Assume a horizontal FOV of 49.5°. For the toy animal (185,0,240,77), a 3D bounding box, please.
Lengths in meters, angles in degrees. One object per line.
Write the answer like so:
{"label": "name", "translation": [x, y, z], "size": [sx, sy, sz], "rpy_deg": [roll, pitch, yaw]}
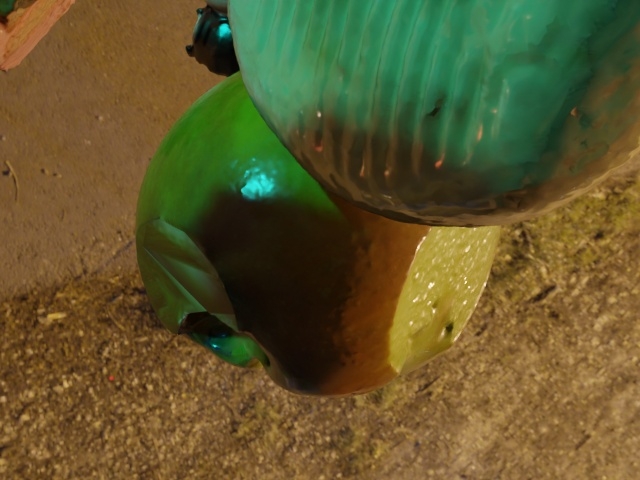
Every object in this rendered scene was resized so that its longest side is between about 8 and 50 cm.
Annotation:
{"label": "toy animal", "translation": [-0.115, -0.394, 1.144], "size": [0.187, 0.165, 0.235], "rpy_deg": [-33, 141, -50]}

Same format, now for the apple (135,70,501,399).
{"label": "apple", "translation": [0.000, 0.000, 0.733], "size": [0.374, 0.374, 0.384], "rpy_deg": [-30, 105, -8]}

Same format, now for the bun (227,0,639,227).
{"label": "bun", "translation": [0.103, -0.191, 0.459], "size": [0.213, 0.361, 0.361], "rpy_deg": [-15, 128, -45]}

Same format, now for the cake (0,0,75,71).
{"label": "cake", "translation": [-0.586, -0.484, 1.164], "size": [0.314, 0.306, 0.293], "rpy_deg": [38, 78, -16]}
